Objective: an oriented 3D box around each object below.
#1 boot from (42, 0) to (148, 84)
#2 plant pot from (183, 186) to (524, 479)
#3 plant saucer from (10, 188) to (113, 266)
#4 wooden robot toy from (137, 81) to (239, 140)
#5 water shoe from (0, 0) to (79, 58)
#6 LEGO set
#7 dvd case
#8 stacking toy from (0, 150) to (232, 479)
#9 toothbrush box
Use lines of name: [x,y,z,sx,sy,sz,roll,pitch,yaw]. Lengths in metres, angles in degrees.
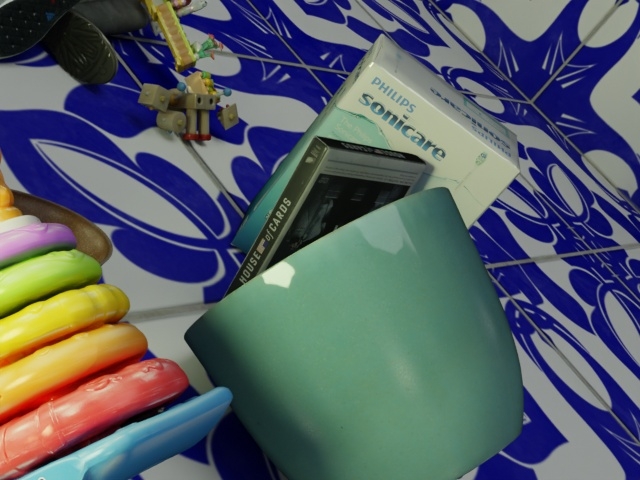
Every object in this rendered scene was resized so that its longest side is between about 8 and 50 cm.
boot: [-0.300,-0.289,1.404,0.189,0.076,0.208,46,20,8]
plant pot: [0.055,0.123,0.979,0.235,0.293,0.293,60,30,8]
plant saucer: [-0.290,-0.001,0.932,0.199,0.036,0.198,18,17,-6]
wooden robot toy: [-0.190,-0.176,1.387,0.079,0.076,0.173,13,10,35]
water shoe: [-0.367,-0.291,1.263,0.080,0.073,0.203,23,52,31]
LEGO set: [-0.190,-0.325,1.492,0.287,0.107,0.132,58,-13,36]
dvd case: [0.000,0.000,1.130,0.179,0.238,0.029,3,33,-50]
stacking toy: [-0.215,0.044,0.763,0.166,0.175,0.301,-14,78,-61]
toothbrush box: [0.067,-0.063,1.254,0.216,0.295,0.126,34,27,-9]
